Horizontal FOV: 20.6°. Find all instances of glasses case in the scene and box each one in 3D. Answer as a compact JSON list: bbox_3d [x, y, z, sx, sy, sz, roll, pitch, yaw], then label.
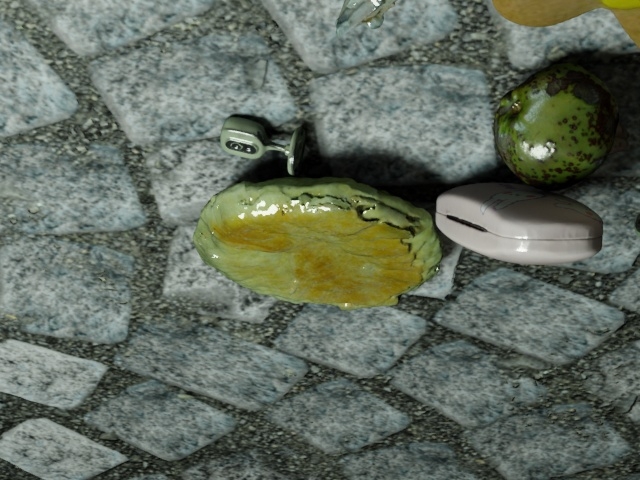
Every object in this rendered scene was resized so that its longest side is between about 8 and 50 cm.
[{"bbox_3d":[0.209,-0.020,1.893,0.113,0.075,0.297,-2,-173,-13],"label":"glasses case"}]

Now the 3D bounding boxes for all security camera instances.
[{"bbox_3d":[-0.067,-0.107,1.959,0.092,0.058,0.058,9,144,8],"label":"security camera"}]

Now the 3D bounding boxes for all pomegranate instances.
[{"bbox_3d":[0.256,-0.124,1.858,0.125,0.163,0.138,45,123,10],"label":"pomegranate"}]

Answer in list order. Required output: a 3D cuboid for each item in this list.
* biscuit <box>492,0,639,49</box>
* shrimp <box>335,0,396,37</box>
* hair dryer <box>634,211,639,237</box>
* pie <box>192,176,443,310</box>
[{"bbox_3d":[0.377,-0.245,1.698,0.368,0.076,0.394,-26,134,33],"label":"biscuit"},{"bbox_3d":[0.068,-0.306,1.666,0.164,0.062,0.317,23,136,-16],"label":"shrimp"},{"bbox_3d":[0.441,-0.023,2.018,0.150,0.047,0.071,-22,135,23],"label":"hair dryer"},{"bbox_3d":[0.000,0.000,2.049,0.306,0.071,0.306,0,154,0],"label":"pie"}]
